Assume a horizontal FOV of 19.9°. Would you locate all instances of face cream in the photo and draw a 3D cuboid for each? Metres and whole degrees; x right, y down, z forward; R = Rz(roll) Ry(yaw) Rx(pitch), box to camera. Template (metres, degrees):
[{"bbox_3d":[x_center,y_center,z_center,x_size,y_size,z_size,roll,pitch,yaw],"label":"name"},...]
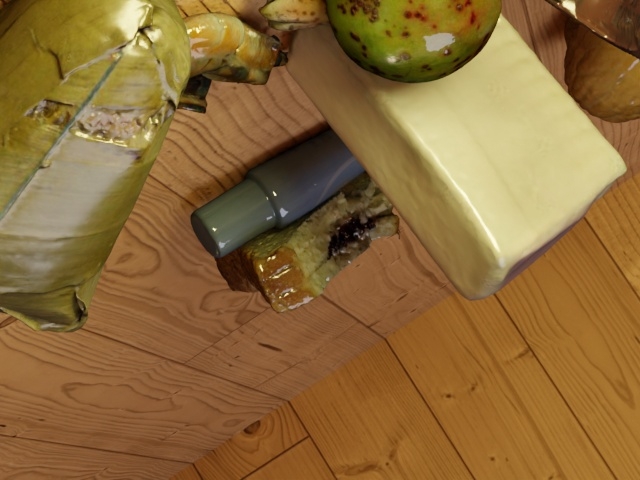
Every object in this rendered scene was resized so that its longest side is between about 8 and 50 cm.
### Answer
[{"bbox_3d":[0.007,-0.099,2.360,0.385,0.086,0.135,-32,175,-20],"label":"face cream"}]

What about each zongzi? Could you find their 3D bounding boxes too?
[{"bbox_3d":[-0.322,-0.103,1.531,0.393,0.174,0.356,12,124,-28],"label":"zongzi"}]

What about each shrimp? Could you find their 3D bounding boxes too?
[{"bbox_3d":[-0.119,-0.171,1.865,0.145,0.059,0.254,-33,167,16],"label":"shrimp"}]

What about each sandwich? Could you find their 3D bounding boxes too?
[{"bbox_3d":[-0.002,-0.004,2.430,0.254,0.099,0.288,-23,-169,-10],"label":"sandwich"}]

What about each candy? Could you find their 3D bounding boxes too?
[{"bbox_3d":[0.139,-0.129,1.964,0.208,0.358,0.145,-32,168,-28],"label":"candy"}]

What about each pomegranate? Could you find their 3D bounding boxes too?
[{"bbox_3d":[0.061,-0.244,1.787,0.248,0.202,0.202,-6,171,13],"label":"pomegranate"}]

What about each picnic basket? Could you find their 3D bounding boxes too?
[{"bbox_3d":[0.304,-0.313,2.037,0.129,0.222,0.297,-54,162,13],"label":"picnic basket"}]

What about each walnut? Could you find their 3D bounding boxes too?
[{"bbox_3d":[0.428,-0.259,2.518,0.213,0.213,0.213,-30,167,-8],"label":"walnut"}]
